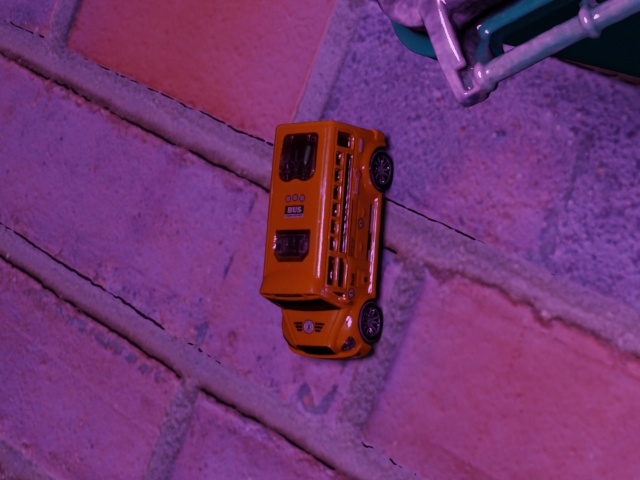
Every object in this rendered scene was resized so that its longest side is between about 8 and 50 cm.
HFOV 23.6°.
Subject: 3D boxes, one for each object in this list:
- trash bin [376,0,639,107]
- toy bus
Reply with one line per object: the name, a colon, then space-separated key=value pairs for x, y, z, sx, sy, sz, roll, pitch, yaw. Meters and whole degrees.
trash bin: x=0.208 y=-0.222 z=0.960 sx=0.259 sy=0.381 sz=0.295 roll=-26 pitch=67 yaw=34
toy bus: x=0.000 y=0.000 z=1.277 sx=0.083 sy=0.088 sz=0.194 roll=-2 pitch=80 yaw=38
